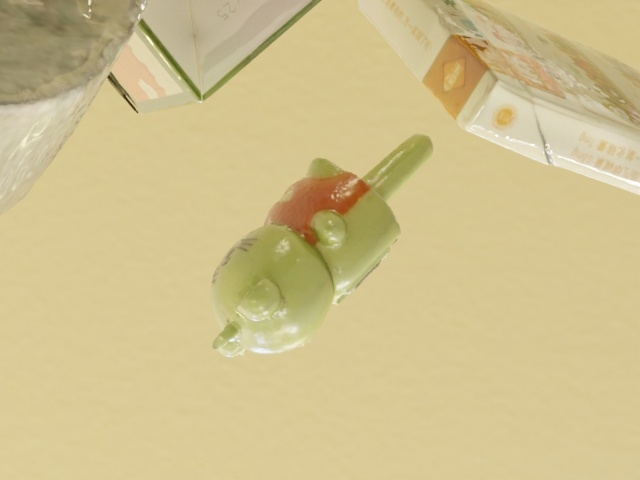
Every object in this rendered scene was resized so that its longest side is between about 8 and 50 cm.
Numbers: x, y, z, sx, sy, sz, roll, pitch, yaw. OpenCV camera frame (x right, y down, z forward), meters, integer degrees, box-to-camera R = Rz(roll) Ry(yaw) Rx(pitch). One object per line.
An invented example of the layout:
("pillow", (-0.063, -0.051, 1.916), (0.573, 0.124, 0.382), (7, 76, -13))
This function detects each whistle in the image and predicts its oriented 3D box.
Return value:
("whistle", (0.000, 0.000, 1.628), (0.288, 0.106, 0.131), (-46, -4, -27))

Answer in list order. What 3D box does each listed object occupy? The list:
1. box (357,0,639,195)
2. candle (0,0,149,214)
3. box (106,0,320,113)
("box", (0.130, -0.055, 0.826), (0.032, 0.220, 0.122), (-59, 35, 20))
("candle", (-0.123, -0.088, 0.594), (0.168, 0.192, 0.068), (-5, -36, -44))
("box", (-0.086, -0.213, 1.244), (0.195, 0.177, 0.148), (-43, 16, -16))
